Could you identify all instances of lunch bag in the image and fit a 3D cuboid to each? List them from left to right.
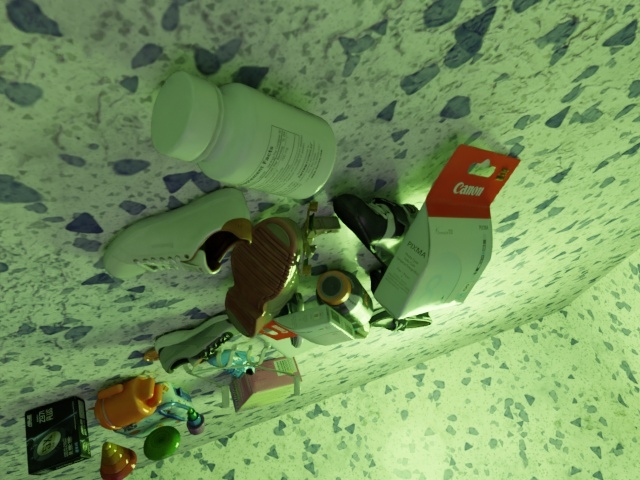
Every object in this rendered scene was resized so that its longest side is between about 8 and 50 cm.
[{"bbox_3d":[-0.585,0.604,1.666,0.243,0.114,0.303,-21,154,-6],"label":"lunch bag"}]

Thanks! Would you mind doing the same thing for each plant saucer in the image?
[{"bbox_3d":[-0.466,0.324,1.343,0.084,0.013,0.083,-17,152,-9],"label":"plant saucer"}]

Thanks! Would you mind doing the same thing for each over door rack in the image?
[{"bbox_3d":[-0.233,0.366,1.362,0.240,0.108,0.324,3,-177,-34],"label":"over door rack"}]

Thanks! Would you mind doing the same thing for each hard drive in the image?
[{"bbox_3d":[-0.057,0.300,1.566,0.233,0.047,0.353,-23,153,1],"label":"hard drive"}]

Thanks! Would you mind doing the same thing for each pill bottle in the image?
[{"bbox_3d":[-0.099,-0.138,0.636,0.229,0.131,0.131,10,140,-45],"label":"pill bottle"},{"bbox_3d":[0.064,0.161,1.307,0.131,0.130,0.245,-25,153,6],"label":"pill bottle"}]

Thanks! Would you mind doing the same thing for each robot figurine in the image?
[{"bbox_3d":[-0.600,0.508,1.454,0.220,0.128,0.158,-25,166,6],"label":"robot figurine"}]

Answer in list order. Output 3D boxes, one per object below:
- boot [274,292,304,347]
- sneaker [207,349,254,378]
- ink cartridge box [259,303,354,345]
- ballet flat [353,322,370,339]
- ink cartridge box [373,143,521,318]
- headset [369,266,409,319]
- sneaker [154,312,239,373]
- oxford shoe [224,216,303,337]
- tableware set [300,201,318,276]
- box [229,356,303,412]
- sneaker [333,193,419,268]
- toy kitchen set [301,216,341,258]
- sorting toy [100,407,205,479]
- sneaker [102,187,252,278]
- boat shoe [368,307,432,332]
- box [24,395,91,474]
[{"bbox_3d":[-0.097,0.234,1.346,0.086,0.069,0.189,-6,118,-16],"label":"boot"},{"bbox_3d":[-0.292,0.418,1.572,0.069,0.082,0.209,-31,150,21],"label":"sneaker"},{"bbox_3d":[-0.050,0.242,1.230,0.233,0.066,0.189,-21,150,15],"label":"ink cartridge box"},{"bbox_3d":[0.133,0.312,1.666,0.083,0.087,0.247,-52,158,-18],"label":"ballet flat"},{"bbox_3d":[0.318,-0.010,1.059,0.308,0.091,0.384,-1,126,-46],"label":"ink cartridge box"},{"bbox_3d":[0.257,0.131,1.334,0.244,0.185,0.394,-33,161,20],"label":"headset"},{"bbox_3d":[-0.308,0.278,1.275,0.272,0.107,0.100,-22,151,-4],"label":"sneaker"},{"bbox_3d":[-0.110,0.066,1.048,0.147,0.140,0.397,-34,164,-39],"label":"oxford shoe"},{"bbox_3d":[-0.021,-0.002,0.939,0.024,0.153,0.104,5,-177,-2],"label":"tableware set"},{"bbox_3d":[-0.222,0.571,1.865,0.214,0.117,0.243,-5,148,-30],"label":"box"},{"bbox_3d":[0.139,-0.046,1.026,0.146,0.122,0.330,-44,149,4],"label":"sneaker"},{"bbox_3d":[0.000,0.000,1.027,0.075,0.068,0.083,-5,149,-24],"label":"toy kitchen set"},{"bbox_3d":[-0.576,0.664,1.581,0.366,0.127,0.126,-21,126,-18],"label":"sorting toy"},{"bbox_3d":[-0.254,0.019,0.822,0.290,0.123,0.106,-26,155,10],"label":"sneaker"},{"bbox_3d":[0.306,0.303,1.788,0.303,0.091,0.114,-7,149,-28],"label":"boat shoe"},{"bbox_3d":[-0.782,0.580,1.395,0.148,0.180,0.077,-15,154,-11],"label":"box"}]
